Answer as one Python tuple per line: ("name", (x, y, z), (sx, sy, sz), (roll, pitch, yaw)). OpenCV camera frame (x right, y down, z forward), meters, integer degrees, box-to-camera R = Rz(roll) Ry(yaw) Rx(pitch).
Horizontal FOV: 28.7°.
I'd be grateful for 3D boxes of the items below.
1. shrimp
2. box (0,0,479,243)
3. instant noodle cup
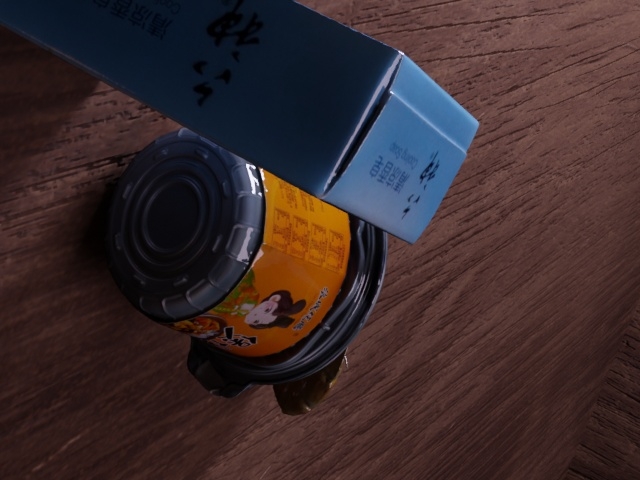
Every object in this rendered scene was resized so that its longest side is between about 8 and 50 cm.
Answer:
("shrimp", (0.012, 0.055, 1.113), (0.051, 0.115, 0.217), (20, 91, -32))
("box", (-0.047, -0.091, 0.656), (0.083, 0.232, 0.142), (-60, 157, 2))
("instant noodle cup", (-0.060, -0.001, 0.828), (0.125, 0.178, 0.208), (23, 81, -54))
